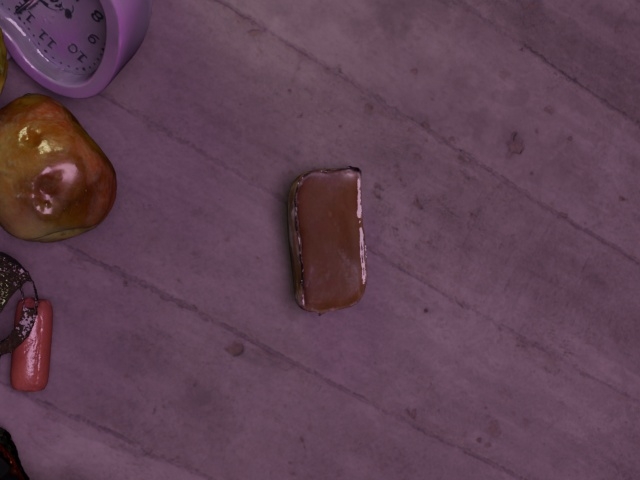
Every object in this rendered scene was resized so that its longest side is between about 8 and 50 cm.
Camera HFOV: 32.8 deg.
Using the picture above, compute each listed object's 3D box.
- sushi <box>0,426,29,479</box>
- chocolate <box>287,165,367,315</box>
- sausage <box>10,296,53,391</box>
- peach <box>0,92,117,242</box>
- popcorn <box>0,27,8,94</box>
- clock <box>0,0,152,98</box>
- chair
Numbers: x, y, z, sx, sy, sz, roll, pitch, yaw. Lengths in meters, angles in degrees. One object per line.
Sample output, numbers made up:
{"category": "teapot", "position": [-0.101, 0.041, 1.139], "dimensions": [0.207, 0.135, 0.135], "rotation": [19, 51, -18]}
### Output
{"category": "sushi", "position": [-0.530, 0.400, 1.737], "dimensions": [0.136, 0.126, 0.225], "rotation": [-27, 107, -19]}
{"category": "chocolate", "position": [-0.001, -0.001, 1.938], "dimensions": [0.161, 0.083, 0.261], "rotation": [-3, 94, -37]}
{"category": "sausage", "position": [-0.472, 0.170, 1.778], "dimensions": [0.062, 0.062, 0.154], "rotation": [4, 90, -21]}
{"category": "peach", "position": [-0.435, -0.115, 1.708], "dimensions": [0.214, 0.214, 0.235], "rotation": [-21, 92, -19]}
{"category": "popcorn", "position": [-0.583, -0.278, 1.655], "dimensions": [0.237, 0.251, 0.205], "rotation": [27, 70, 14]}
{"category": "clock", "position": [-0.419, -0.384, 1.671], "dimensions": [0.338, 0.339, 0.102], "rotation": [46, 50, -16]}
{"category": "chair", "position": [-0.551, 0.128, 1.711], "dimensions": [0.174, 0.149, 0.213], "rotation": [23, 51, 5]}
